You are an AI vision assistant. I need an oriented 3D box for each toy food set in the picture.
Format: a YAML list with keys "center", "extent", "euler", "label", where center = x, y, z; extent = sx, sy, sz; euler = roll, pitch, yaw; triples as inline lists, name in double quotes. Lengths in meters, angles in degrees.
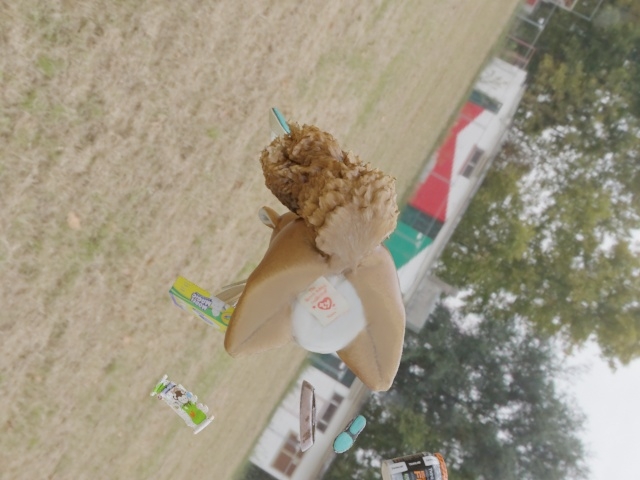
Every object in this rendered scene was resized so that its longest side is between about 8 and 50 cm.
- center: [-0.218, 0.149, 1.448]
  extent: [0.132, 0.038, 0.192]
  euler: [-18, -168, 19]
  label: "toy food set"

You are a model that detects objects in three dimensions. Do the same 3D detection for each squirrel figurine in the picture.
- center: [0.000, 0.000, 1.046]
  extent: [0.370, 0.281, 0.397]
  euler: [-104, -155, -69]
  label: "squirrel figurine"

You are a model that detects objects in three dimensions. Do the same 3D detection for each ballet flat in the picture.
- center: [-0.098, -0.281, 1.717]
  extent: [0.086, 0.248, 0.086]
  euler: [-30, 156, -15]
  label: "ballet flat"
- center: [0.064, 0.459, 1.394]
  extent: [0.114, 0.041, 0.041]
  euler: [-38, 160, -37]
  label: "ballet flat"

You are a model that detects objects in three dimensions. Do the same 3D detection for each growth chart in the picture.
- center: [-0.468, 0.551, 2.005]
  extent: [0.021, 0.237, 0.172]
  euler: [-41, 167, -50]
  label: "growth chart"

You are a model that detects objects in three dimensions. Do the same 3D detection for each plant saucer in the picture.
- center: [-0.028, 0.424, 1.439]
  extent: [0.168, 0.029, 0.168]
  euler: [-2, 90, -85]
  label: "plant saucer"

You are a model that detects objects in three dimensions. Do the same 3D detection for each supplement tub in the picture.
- center: [0.301, 0.748, 1.904]
  extent: [0.117, 0.190, 0.117]
  euler: [170, -90, -80]
  label: "supplement tub"

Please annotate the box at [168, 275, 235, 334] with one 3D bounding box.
- center: [-0.204, 0.142, 1.153]
  extent: [0.043, 0.179, 0.105]
  euler: [-60, 175, -21]
  label: "box"
